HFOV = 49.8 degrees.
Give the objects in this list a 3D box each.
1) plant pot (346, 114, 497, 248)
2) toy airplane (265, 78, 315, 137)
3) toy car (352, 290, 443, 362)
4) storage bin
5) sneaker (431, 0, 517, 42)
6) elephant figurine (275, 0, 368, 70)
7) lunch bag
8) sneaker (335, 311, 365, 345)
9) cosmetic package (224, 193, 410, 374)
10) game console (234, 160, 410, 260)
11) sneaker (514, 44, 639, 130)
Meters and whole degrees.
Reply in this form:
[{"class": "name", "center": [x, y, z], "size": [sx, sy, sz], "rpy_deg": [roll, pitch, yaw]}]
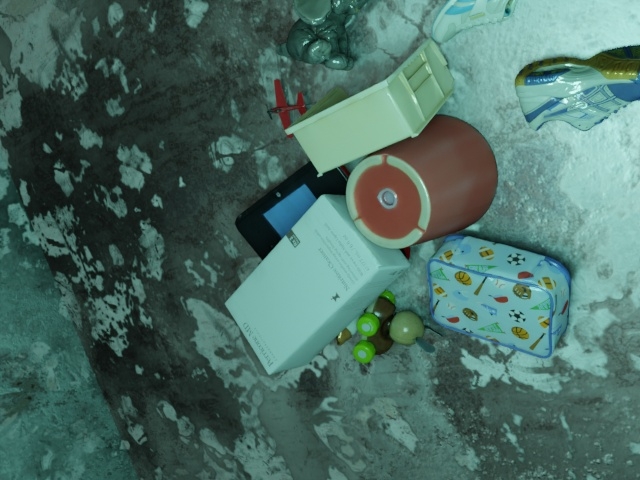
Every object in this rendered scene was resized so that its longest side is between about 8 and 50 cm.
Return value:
[{"class": "plant pot", "center": [0.197, -0.112, 1.438], "size": [0.274, 0.243, 0.275], "rpy_deg": [15, 116, 33]}, {"class": "toy airplane", "center": [-0.077, -0.324, 1.701], "size": [0.151, 0.028, 0.151], "rpy_deg": [16, 119, 31]}, {"class": "toy car", "center": [0.194, 0.223, 1.650], "size": [0.188, 0.155, 0.149], "rpy_deg": [15, 117, 18]}, {"class": "storage bin", "center": [0.111, -0.275, 1.413], "size": [0.262, 0.260, 0.123], "rpy_deg": [-19, 111, 40]}, {"class": "sneaker", "center": [0.308, -0.447, 1.320], "size": [0.228, 0.087, 0.092], "rpy_deg": [-36, 87, 43]}, {"class": "elephant figurine", "center": [0.024, -0.501, 1.493], "size": [0.169, 0.185, 0.240], "rpy_deg": [-123, 42, -66]}, {"class": "lunch bag", "center": [0.370, 0.121, 1.468], "size": [0.303, 0.115, 0.243], "rpy_deg": [18, 139, 33]}, {"class": "sneaker", "center": [-0.039, 0.152, 1.695], "size": [0.290, 0.123, 0.106], "rpy_deg": [31, 153, 16]}, {"class": "cosmetic package", "center": [-0.015, 0.100, 1.545], "size": [0.385, 0.156, 0.217], "rpy_deg": [-48, 66, 24]}, {"class": "game console", "center": [0.000, 0.000, 1.698], "size": [0.342, 0.060, 0.386], "rpy_deg": [48, 131, -11]}, {"class": "sneaker", "center": [0.508, -0.267, 1.247], "size": [0.296, 0.112, 0.131], "rpy_deg": [4, 128, 38]}]
